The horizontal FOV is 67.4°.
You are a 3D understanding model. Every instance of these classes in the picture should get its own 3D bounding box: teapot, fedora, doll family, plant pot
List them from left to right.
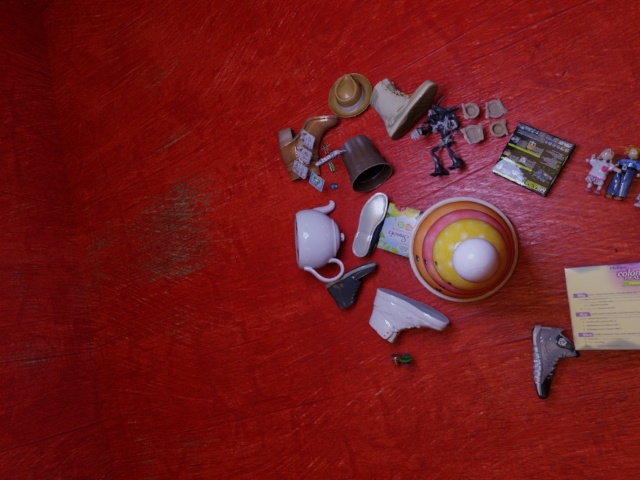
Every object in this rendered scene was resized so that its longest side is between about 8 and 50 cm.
[{"bbox_3d":[0.000,0.000,1.853,0.187,0.252,0.256,-2,110,-6],"label":"teapot"},{"bbox_3d":[0.108,-0.579,1.869,0.194,0.079,0.194,-5,73,18],"label":"fedora"},{"bbox_3d":[0.160,-0.296,1.803,0.167,0.167,0.165,-36,63,23],"label":"plant pot"},{"bbox_3d":[0.919,-0.189,1.401,0.263,0.118,0.163,32,110,46],"label":"doll family"}]

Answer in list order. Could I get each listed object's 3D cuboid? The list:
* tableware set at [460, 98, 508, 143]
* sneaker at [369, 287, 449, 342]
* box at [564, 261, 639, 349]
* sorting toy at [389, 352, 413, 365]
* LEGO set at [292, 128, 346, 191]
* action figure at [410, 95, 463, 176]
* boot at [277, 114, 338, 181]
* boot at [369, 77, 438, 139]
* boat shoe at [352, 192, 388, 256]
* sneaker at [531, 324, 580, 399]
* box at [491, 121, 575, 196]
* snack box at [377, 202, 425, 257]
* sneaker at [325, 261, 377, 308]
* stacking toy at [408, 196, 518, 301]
[{"bbox_3d":[0.554,-0.405,1.622,0.169,0.020,0.141,-9,81,2],"label":"tableware set"},{"bbox_3d":[0.308,0.298,1.713,0.292,0.108,0.169,22,100,39],"label":"sneaker"},{"bbox_3d":[0.846,0.190,1.399,0.213,0.117,0.243,-8,84,29],"label":"box"},{"bbox_3d":[0.296,0.436,1.730,0.102,0.061,0.042,1,102,57],"label":"sorting toy"},{"bbox_3d":[0.000,-0.296,1.844,0.244,0.060,0.182,40,128,34],"label":"LEGO set"},{"bbox_3d":[0.414,-0.372,1.669,0.164,0.141,0.275,-16,80,40],"label":"action figure"},{"bbox_3d":[-0.033,-0.374,1.947,0.283,0.109,0.220,-16,87,17],"label":"boot"},{"bbox_3d":[0.292,-0.524,1.742,0.203,0.095,0.262,63,143,21],"label":"boot"},{"bbox_3d":[0.198,-0.056,1.806,0.095,0.079,0.254,19,99,27],"label":"boat shoe"},{"bbox_3d":[0.726,0.376,1.476,0.132,0.086,0.228,-4,84,27],"label":"sneaker"},{"bbox_3d":[0.688,-0.263,1.560,0.191,0.045,0.184,32,105,26],"label":"box"},{"bbox_3d":[0.329,-0.026,1.734,0.207,0.070,0.174,20,96,30],"label":"snack box"},{"bbox_3d":[0.138,0.170,1.837,0.222,0.083,0.118,-30,88,22],"label":"sneaker"},{"bbox_3d":[0.428,0.034,1.406,0.351,0.480,0.350,0,91,13],"label":"stacking toy"}]
